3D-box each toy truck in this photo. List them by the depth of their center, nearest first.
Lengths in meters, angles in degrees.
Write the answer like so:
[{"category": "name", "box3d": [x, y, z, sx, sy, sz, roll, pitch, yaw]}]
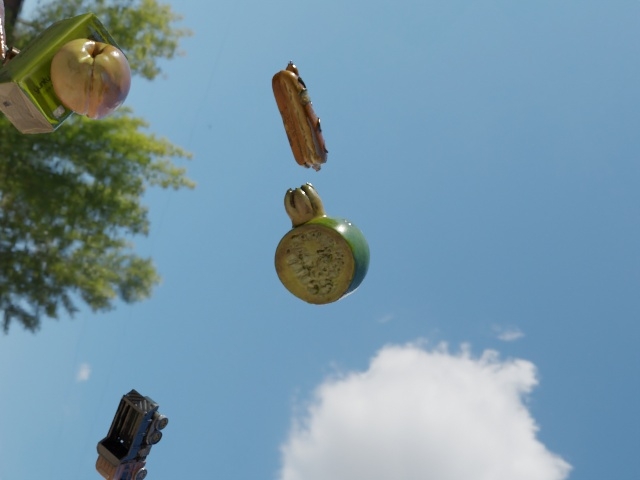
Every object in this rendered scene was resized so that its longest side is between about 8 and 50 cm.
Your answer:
[{"category": "toy truck", "box3d": [-0.390, 0.407, 1.662, 0.083, 0.092, 0.192, 28, -80, 32]}]

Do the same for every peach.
[{"category": "peach", "box3d": [-0.520, -0.365, 1.840, 0.184, 0.184, 0.184, -28, -125, 50]}]

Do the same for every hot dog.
[{"category": "hot dog", "box3d": [-0.047, -0.290, 1.920, 0.109, 0.072, 0.269, 8, -64, 64]}]

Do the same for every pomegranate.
[{"category": "pomegranate", "box3d": [-0.006, 0.012, 1.697, 0.190, 0.241, 0.159, -51, 175, 25]}]

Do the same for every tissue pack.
[{"category": "tissue pack", "box3d": [-0.650, -0.409, 1.987, 0.200, 0.167, 0.274, 5, -132, 46]}]

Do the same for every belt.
[{"category": "belt", "box3d": [-0.812, -0.478, 2.127, 0.083, 0.036, 0.059, 15, -101, 58]}]

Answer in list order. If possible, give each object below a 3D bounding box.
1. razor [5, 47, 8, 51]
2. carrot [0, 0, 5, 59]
[{"category": "razor", "box3d": [-0.816, -0.459, 2.259, 0.278, 0.111, 0.056, 37, -58, 22]}, {"category": "carrot", "box3d": [-0.632, -0.423, 1.575, 0.048, 0.048, 0.216, -51, -132, 34]}]
